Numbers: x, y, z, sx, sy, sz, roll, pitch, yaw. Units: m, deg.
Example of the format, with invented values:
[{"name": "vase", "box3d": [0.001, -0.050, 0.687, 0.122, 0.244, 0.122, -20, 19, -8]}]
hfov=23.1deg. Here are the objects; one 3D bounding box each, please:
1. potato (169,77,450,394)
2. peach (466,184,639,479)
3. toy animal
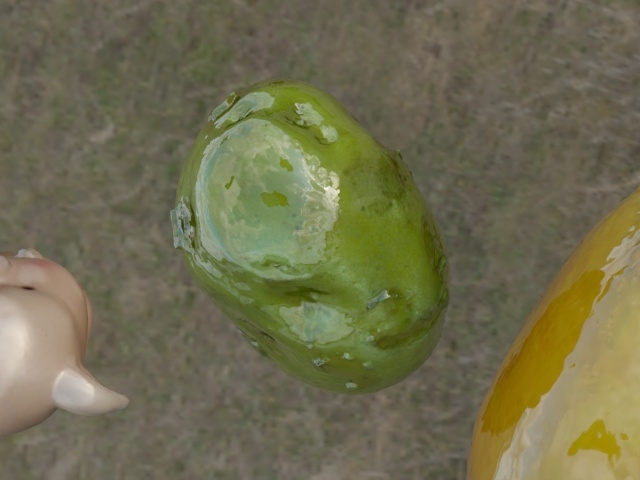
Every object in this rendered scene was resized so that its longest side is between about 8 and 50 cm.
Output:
[{"name": "potato", "box3d": [0.000, 0.000, 1.003, 0.186, 0.253, 0.149, 27, 73, 17]}, {"name": "peach", "box3d": [0.240, 0.116, 0.877, 0.372, 0.290, 0.373, -11, 66, 26]}, {"name": "toy animal", "box3d": [-0.134, 0.043, 0.687, 0.083, 0.089, 0.150, -34, 12, 7]}]
